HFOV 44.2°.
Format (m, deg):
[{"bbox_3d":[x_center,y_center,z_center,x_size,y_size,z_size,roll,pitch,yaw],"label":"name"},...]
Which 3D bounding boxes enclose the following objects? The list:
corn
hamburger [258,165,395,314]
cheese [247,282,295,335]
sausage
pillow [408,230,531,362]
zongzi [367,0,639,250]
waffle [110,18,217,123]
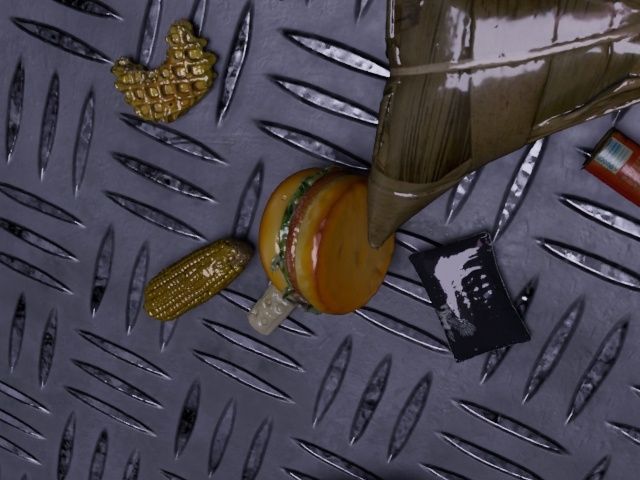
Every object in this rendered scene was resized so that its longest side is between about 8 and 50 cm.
[{"bbox_3d":[-0.233,0.074,1.450,0.262,0.097,0.097,-30,98,27],"label":"corn"},{"bbox_3d":[-0.001,-0.001,1.259,0.170,0.246,0.246,16,117,35],"label":"hamburger"},{"bbox_3d":[-0.065,0.096,1.424,0.065,0.043,0.194,42,119,-1],"label":"cheese"},{"bbox_3d":[0.503,-0.058,1.131,0.264,0.083,0.083,36,119,2],"label":"sausage"},{"bbox_3d":[0.246,0.096,1.301,0.141,0.055,0.208,-19,103,20],"label":"pillow"},{"bbox_3d":[0.320,-0.163,1.077,0.500,0.218,0.466,13,116,18],"label":"zongzi"},{"bbox_3d":[-0.267,-0.286,1.342,0.194,0.051,0.149,-37,97,29],"label":"waffle"}]
